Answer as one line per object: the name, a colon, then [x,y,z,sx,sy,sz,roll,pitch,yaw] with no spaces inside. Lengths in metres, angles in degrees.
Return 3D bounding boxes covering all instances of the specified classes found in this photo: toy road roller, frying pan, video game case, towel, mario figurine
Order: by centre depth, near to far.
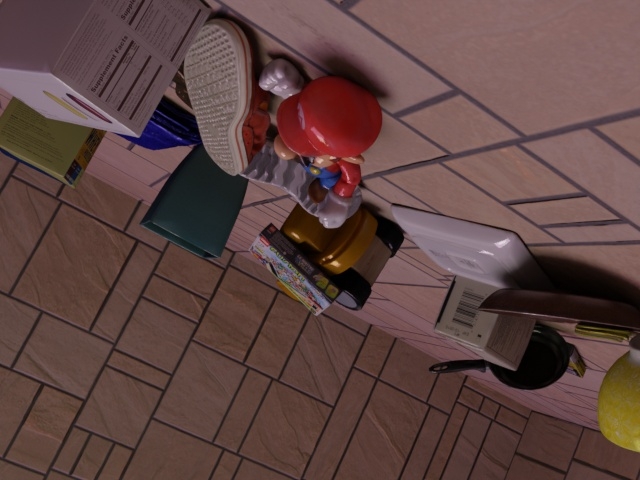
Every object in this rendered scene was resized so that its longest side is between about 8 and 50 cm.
mario figurine: [-0.021,-0.137,1.039,0.198,0.170,0.320,27,171,3]
towel: [0.569,0.190,1.442,0.102,0.021,0.237,5,173,21]
towel: [-0.395,-0.260,1.533,0.227,0.076,0.308,33,167,-29]
toy road roller: [0.000,0.000,1.578,0.240,0.202,0.329,44,157,-24]
frying pan: [0.456,0.319,1.749,0.197,0.326,0.053,59,175,47]
video game case: [0.601,0.298,2.019,0.275,0.035,0.248,19,168,34]

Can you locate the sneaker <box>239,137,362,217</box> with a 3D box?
sneaker: [-0.042,-0.137,1.353,0.281,0.105,0.115,28,-161,-21]

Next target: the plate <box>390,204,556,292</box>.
plate: [0.299,0.029,1.415,0.278,0.045,0.277,17,167,39]

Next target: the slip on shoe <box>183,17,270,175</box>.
slip on shoe: [-0.131,-0.223,1.088,0.123,0.101,0.331,39,159,15]

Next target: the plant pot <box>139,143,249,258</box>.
plant pot: [-0.254,-0.101,1.546,0.165,0.234,0.165,30,169,-18]

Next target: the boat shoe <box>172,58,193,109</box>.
boat shoe: [-0.200,-0.256,1.150,0.064,0.060,0.178,34,168,13]

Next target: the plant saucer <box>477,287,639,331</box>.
plant saucer: [0.455,0.129,1.334,0.310,0.050,0.310,8,175,1]

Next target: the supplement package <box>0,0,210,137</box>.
supplement package: [-0.319,-0.274,0.960,0.262,0.204,0.145,16,165,42]

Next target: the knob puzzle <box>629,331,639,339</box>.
knob puzzle: [0.756,0.251,1.462,0.213,0.030,0.213,25,169,5]

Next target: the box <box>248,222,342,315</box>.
box: [-0.055,0.063,1.492,0.207,0.036,0.114,44,153,1]

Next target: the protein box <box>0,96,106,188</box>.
protein box: [-0.654,-0.270,1.736,0.199,0.201,0.136,26,169,-4]

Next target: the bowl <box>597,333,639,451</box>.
bowl: [0.642,0.251,1.300,0.289,0.289,0.156,0,109,66]

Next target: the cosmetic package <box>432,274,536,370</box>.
cosmetic package: [0.385,0.191,1.635,0.129,0.153,0.296,18,171,33]
